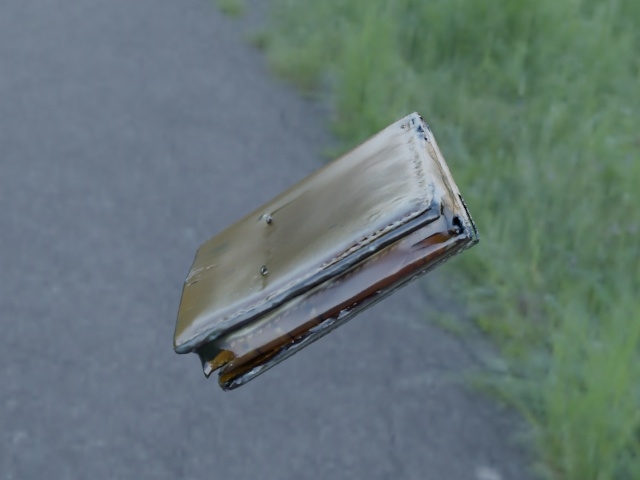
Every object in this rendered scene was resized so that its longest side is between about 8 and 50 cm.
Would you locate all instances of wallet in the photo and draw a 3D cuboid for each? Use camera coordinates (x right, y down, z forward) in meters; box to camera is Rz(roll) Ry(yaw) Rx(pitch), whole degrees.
[{"bbox_3d":[0.001,0.003,0.910,0.161,0.042,0.195,-30,16,7],"label":"wallet"}]
